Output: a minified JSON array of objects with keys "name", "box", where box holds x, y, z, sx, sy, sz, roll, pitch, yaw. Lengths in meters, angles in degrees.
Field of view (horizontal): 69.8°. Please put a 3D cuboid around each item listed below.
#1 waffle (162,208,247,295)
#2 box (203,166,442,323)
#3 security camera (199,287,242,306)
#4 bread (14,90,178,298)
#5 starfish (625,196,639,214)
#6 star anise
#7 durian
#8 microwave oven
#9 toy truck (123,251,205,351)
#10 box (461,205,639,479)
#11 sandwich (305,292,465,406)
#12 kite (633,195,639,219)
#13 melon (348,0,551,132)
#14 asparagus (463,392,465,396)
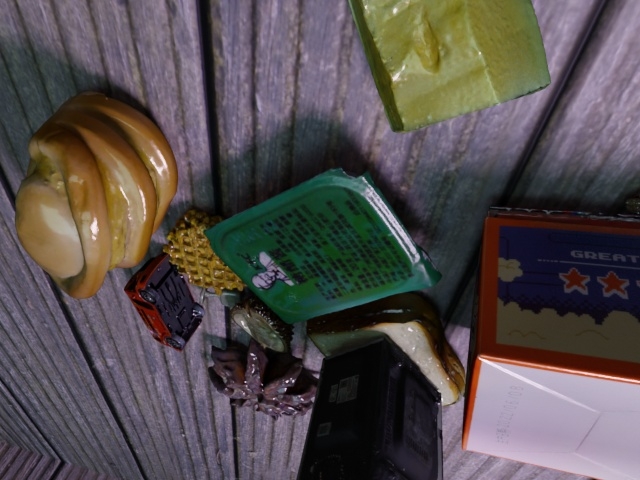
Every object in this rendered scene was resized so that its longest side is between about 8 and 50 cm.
[{"name":"waffle","box":[-0.213,0.026,0.914,0.193,0.070,0.197,29,134,-8]},{"name":"box","box":[0.000,0.000,0.793,0.337,0.106,0.264,-20,122,33]},{"name":"security camera","box":[-0.221,0.124,1.030,0.092,0.058,0.058,11,135,-7]},{"name":"bread","box":[-0.361,-0.060,0.762,0.211,0.270,0.315,14,130,-14]},{"name":"starfish","box":[0.542,-0.050,0.602,0.227,0.043,0.240,11,141,5]},{"name":"star anise","box":[-0.146,0.368,1.178,0.332,0.117,0.331,7,136,6]},{"name":"durian","box":[-0.114,0.179,1.012,0.148,0.091,0.188,18,140,20]},{"name":"microwave oven","box":[0.107,0.364,0.827,0.181,0.295,0.237,-27,117,31]},{"name":"toy truck","box":[-0.357,0.137,1.039,0.114,0.107,0.252,11,137,20]},{"name":"box","box":[0.390,0.168,0.689,0.319,0.257,0.348,6,140,19]},{"name":"sandwich","box":[0.146,0.242,0.975,0.271,0.099,0.301,-16,122,24]},{"name":"kite","box":[0.497,0.028,0.718,0.198,0.006,0.244,-1,131,20]},{"name":"melon","box":[0.109,-0.274,0.491,0.196,0.124,0.323,-15,120,28]},{"name":"asparagus","box":[0.363,0.379,1.087,0.166,0.013,0.016,32,144,-11]}]
